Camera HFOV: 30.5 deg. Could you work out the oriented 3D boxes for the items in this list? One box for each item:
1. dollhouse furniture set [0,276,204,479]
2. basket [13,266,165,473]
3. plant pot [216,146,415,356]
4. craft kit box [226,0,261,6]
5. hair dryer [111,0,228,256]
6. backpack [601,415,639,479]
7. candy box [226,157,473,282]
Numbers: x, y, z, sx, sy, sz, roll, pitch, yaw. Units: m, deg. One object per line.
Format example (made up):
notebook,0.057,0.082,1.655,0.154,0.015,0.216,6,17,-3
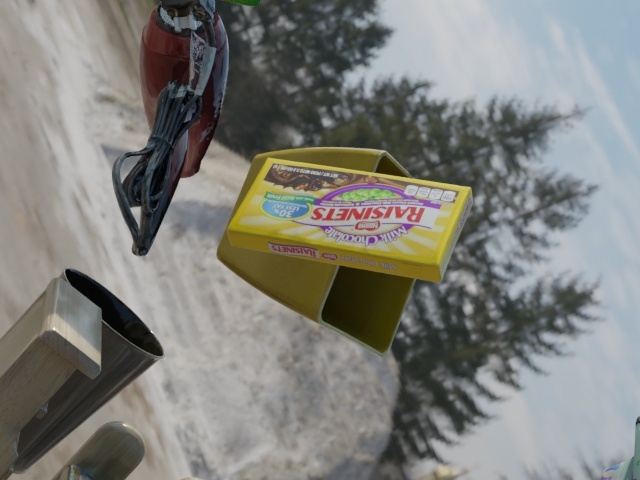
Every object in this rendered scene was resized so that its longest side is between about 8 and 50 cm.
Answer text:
dollhouse furniture set,-0.139,0.171,0.795,0.242,0.161,0.212,41,5,-18
basket,-0.336,0.169,1.474,0.154,0.227,0.204,46,0,23
plant pot,0.000,0.000,1.456,0.187,0.212,0.212,16,-9,29
craft kit box,-0.021,-0.370,1.023,0.246,0.061,0.250,-25,-109,47
hair dryer,-0.137,-0.102,0.996,0.293,0.080,0.224,34,72,-87
backpack,0.356,0.270,0.994,0.225,0.191,0.253,35,32,-16
candy box,0.027,-0.022,1.079,0.027,0.206,0.105,77,30,-46
